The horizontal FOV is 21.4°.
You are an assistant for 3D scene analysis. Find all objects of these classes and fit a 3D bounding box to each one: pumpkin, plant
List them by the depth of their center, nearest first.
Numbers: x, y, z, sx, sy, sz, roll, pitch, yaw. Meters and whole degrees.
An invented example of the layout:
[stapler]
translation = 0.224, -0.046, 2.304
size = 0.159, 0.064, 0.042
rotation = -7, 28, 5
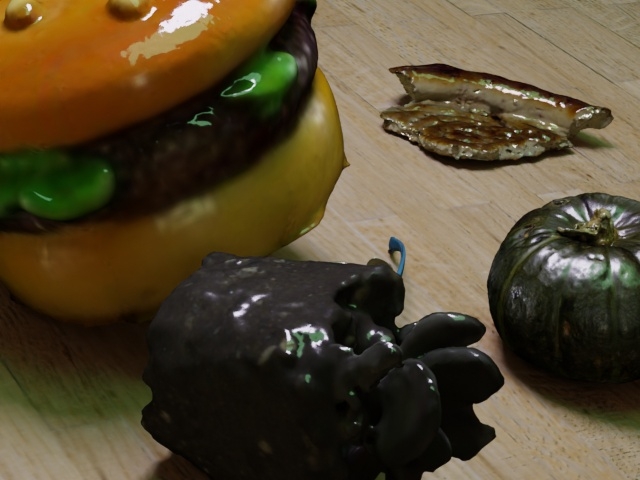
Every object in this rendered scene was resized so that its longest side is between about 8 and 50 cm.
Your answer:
[plant]
translation = 0.008, 0.116, 1.331
size = 0.276, 0.199, 0.188
rotation = 16, 32, 27
[pumpkin]
translation = 0.265, 0.041, 1.587
size = 0.223, 0.157, 0.224
rotation = -3, 27, 2

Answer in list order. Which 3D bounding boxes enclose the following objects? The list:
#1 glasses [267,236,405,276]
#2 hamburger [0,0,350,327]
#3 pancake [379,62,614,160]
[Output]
[glasses]
translation = -0.006, 0.029, 1.658
size = 0.189, 0.088, 0.220
rotation = 14, 9, 12
[hamburger]
translation = -0.176, -0.142, 1.538
size = 0.395, 0.277, 0.396
rotation = -15, 30, 9
[pancake]
translation = 0.193, -0.163, 2.048
size = 0.257, 0.056, 0.212
rotation = -9, 33, -31
